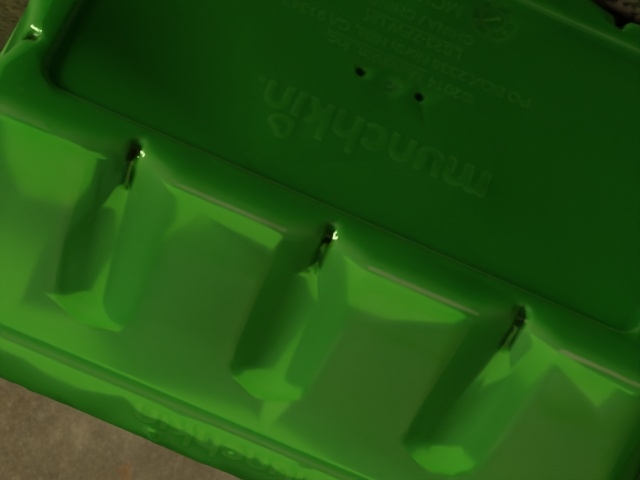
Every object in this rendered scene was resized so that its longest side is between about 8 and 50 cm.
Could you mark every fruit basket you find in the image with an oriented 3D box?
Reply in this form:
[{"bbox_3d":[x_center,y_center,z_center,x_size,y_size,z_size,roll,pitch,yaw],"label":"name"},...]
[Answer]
[{"bbox_3d":[0.000,0.000,0.795,0.392,0.283,0.392,17,151,10],"label":"fruit basket"}]
